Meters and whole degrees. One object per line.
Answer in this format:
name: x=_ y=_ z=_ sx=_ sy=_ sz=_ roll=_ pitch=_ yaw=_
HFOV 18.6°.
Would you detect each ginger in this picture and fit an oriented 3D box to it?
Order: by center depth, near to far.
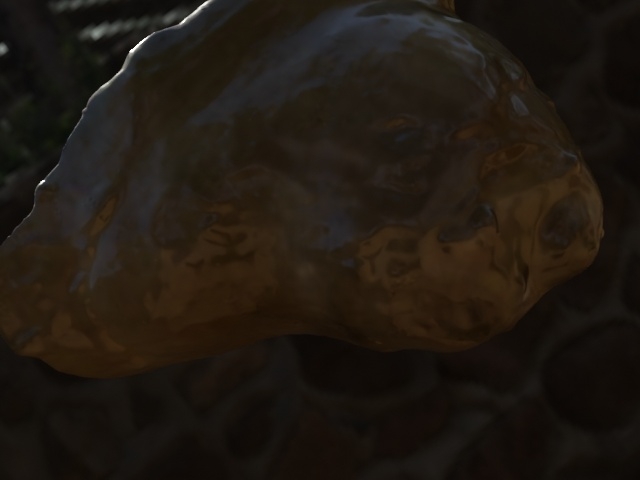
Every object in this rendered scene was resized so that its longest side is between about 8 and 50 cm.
ginger: x=-0.004 y=0.001 z=0.625 sx=0.193 sy=0.122 sz=0.115 roll=-36 pitch=-37 yaw=-5
